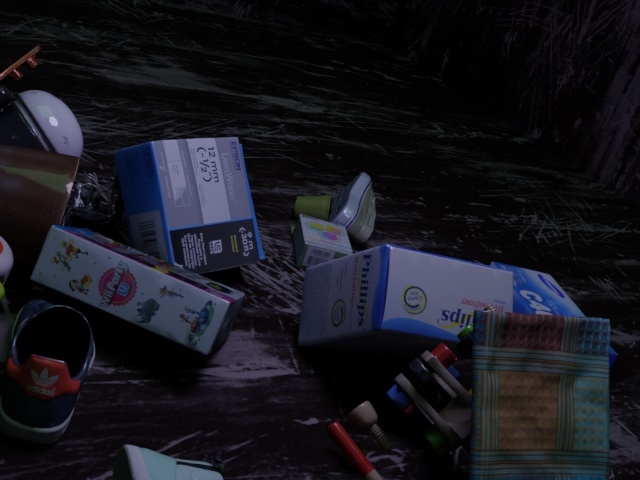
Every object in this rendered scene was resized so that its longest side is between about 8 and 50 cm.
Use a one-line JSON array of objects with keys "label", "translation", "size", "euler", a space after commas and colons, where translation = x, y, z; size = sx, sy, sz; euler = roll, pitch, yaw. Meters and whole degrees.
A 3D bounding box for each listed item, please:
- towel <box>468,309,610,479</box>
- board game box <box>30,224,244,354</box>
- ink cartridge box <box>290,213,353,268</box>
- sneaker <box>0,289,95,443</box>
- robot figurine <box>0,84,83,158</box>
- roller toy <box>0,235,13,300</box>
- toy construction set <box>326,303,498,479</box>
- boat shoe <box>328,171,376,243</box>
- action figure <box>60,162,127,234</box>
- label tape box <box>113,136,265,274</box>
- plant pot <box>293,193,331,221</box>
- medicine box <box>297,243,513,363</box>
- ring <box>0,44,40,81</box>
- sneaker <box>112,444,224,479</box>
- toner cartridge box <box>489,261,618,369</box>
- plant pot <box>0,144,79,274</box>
[{"label": "towel", "translation": [0.330, 0.293, 1.555], "size": [0.272, 0.370, 0.040], "euler": [6, -7, -32]}, {"label": "board game box", "translation": [-0.289, 0.077, 1.723], "size": [0.304, 0.097, 0.224], "euler": [22, 0, 2]}, {"label": "ink cartridge box", "translation": [0.000, 0.000, 2.284], "size": [0.109, 0.062, 0.209], "euler": [15, 22, -12]}, {"label": "sneaker", "translation": [-0.379, 0.137, 1.521], "size": [0.131, 0.148, 0.350], "euler": [14, 23, -17]}, {"label": "robot figurine", "translation": [-0.569, -0.158, 1.911], "size": [0.173, 0.278, 0.209], "euler": [56, -11, 7]}, {"label": "roller toy", "translation": [-0.569, 0.047, 1.563], "size": [0.191, 0.146, 0.209], "euler": [23, 15, -20]}, {"label": "toy construction set", "translation": [0.192, 0.304, 1.598], "size": [0.309, 0.257, 0.237], "euler": [-30, 72, -26]}, {"label": "boat shoe", "translation": [0.084, -0.071, 2.505], "size": [0.094, 0.109, 0.302], "euler": [43, 24, -9]}, {"label": "action figure", "translation": [-0.395, -0.076, 1.990], "size": [0.164, 0.140, 0.276], "euler": [-9, -3, 39]}, {"label": "label tape box", "translation": [-0.210, -0.067, 1.997], "size": [0.115, 0.249, 0.348], "euler": [-10, 0, 39]}, {"label": "plant pot", "translation": [-0.020, -0.072, 2.427], "size": [0.079, 0.083, 0.083], "euler": [8, 22, 1]}, {"label": "medicine box", "translation": [0.145, 0.120, 1.833], "size": [0.264, 0.149, 0.289], "euler": [12, -16, -27]}, {"label": "ring", "translation": [-0.663, -0.260, 2.019], "size": [0.032, 0.337, 0.336], "euler": [52, 15, -17]}, {"label": "sneaker", "translation": [-0.161, 0.350, 1.300], "size": [0.151, 0.094, 0.256], "euler": [13, 24, -26]}, {"label": "toner cartridge box", "translation": [0.492, 0.172, 2.307], "size": [0.165, 0.075, 0.348], "euler": [13, 23, -21]}, {"label": "plant pot", "translation": [-0.546, -0.075, 1.748], "size": [0.231, 0.215, 0.215], "euler": [19, 22, -17]}]
